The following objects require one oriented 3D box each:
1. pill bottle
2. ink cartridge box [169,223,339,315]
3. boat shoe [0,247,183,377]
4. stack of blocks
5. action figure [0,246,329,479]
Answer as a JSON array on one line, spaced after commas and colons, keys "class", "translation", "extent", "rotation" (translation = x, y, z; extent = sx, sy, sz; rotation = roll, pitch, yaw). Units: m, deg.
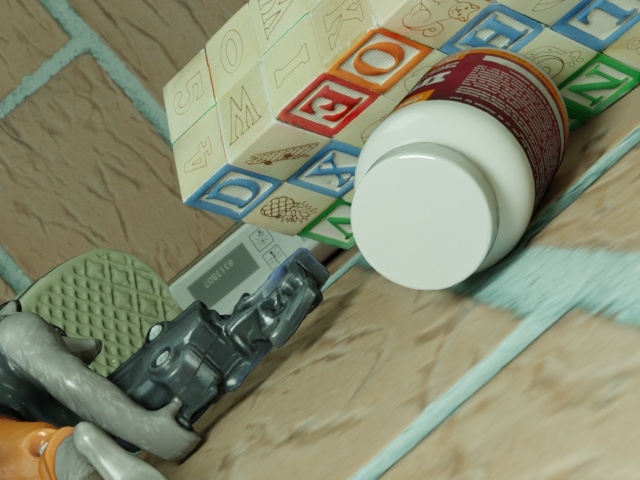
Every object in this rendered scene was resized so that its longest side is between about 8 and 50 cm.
[{"class": "pill bottle", "translation": [0.066, -0.035, 0.764], "extent": [0.086, 0.086, 0.152], "rotation": [-38, 5, 27]}, {"class": "ink cartridge box", "translation": [0.000, 0.000, 1.306], "extent": [0.189, 0.066, 0.232], "rotation": [-40, -16, 13]}, {"class": "boat shoe", "translation": [-0.296, 0.164, 1.298], "extent": [0.156, 0.187, 0.500], "rotation": [-44, -3, 36]}, {"class": "stack of blocks", "translation": [0.070, -0.113, 0.881], "extent": [0.297, 0.171, 0.087], "rotation": [-39, 50, 35]}, {"class": "action figure", "translation": [-0.159, 0.093, 0.905], "extent": [0.341, 0.178, 0.330], "rotation": [-43, 14, 0]}]
